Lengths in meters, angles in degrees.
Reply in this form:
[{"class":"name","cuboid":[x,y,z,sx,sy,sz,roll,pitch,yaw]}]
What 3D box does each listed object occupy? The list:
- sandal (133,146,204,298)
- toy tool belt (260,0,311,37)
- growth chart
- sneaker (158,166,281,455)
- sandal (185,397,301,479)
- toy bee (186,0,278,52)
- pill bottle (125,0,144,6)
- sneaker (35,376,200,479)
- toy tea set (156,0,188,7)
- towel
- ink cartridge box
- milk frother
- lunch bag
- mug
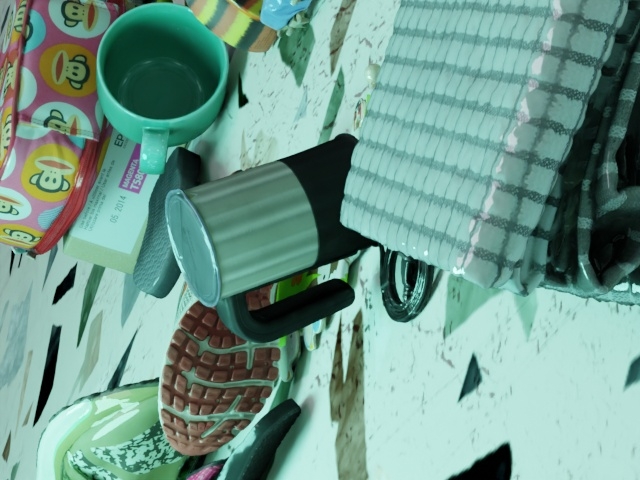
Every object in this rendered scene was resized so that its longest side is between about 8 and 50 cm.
[{"class":"sandal","cuboid":[-0.132,-0.022,1.824,0.097,0.054,0.254,-58,13,23]},{"class":"toy tool belt","cuboid":[-0.033,-0.208,1.668,0.083,0.052,0.051,127,161,-50]},{"class":"growth chart","cuboid":[0.000,0.000,1.443,0.237,0.021,0.172,124,154,-46]},{"class":"sneaker","cuboid":[-0.071,0.061,1.462,0.093,0.088,0.225,134,154,-70]},{"class":"sandal","cuboid":[-0.073,0.178,1.432,0.067,0.040,0.179,-26,-27,-58]},{"class":"toy bee","cuboid":[-0.108,-0.316,1.810,0.298,0.162,0.195,-100,29,-54]},{"class":"pill bottle","cuboid":[-0.283,-0.289,2.382,0.117,0.118,0.208,128,152,-50]},{"class":"sneaker","cuboid":[-0.165,0.262,1.607,0.182,0.158,0.410,58,136,25]},{"class":"toy tea set","cuboid":[-0.148,-0.430,2.083,0.200,0.124,0.336,-110,40,-62]},{"class":"towel","cuboid":[0.122,-0.089,1.004,0.284,0.121,0.235,-157,85,-74]},{"class":"ink cartridge box","cuboid":[-0.209,-0.114,2.059,0.193,0.088,0.234,-103,35,-59]},{"class":"milk frother","cuboid":[-0.011,0.006,1.259,0.143,0.135,0.129,3,112,67]},{"class":"lunch bag","cuboid":[-0.303,-0.137,2.016,0.258,0.120,0.293,136,145,-57]},{"class":"mug","cuboid":[-0.166,-0.148,1.862,0.157,0.129,0.097,-51,-7,-19]}]
